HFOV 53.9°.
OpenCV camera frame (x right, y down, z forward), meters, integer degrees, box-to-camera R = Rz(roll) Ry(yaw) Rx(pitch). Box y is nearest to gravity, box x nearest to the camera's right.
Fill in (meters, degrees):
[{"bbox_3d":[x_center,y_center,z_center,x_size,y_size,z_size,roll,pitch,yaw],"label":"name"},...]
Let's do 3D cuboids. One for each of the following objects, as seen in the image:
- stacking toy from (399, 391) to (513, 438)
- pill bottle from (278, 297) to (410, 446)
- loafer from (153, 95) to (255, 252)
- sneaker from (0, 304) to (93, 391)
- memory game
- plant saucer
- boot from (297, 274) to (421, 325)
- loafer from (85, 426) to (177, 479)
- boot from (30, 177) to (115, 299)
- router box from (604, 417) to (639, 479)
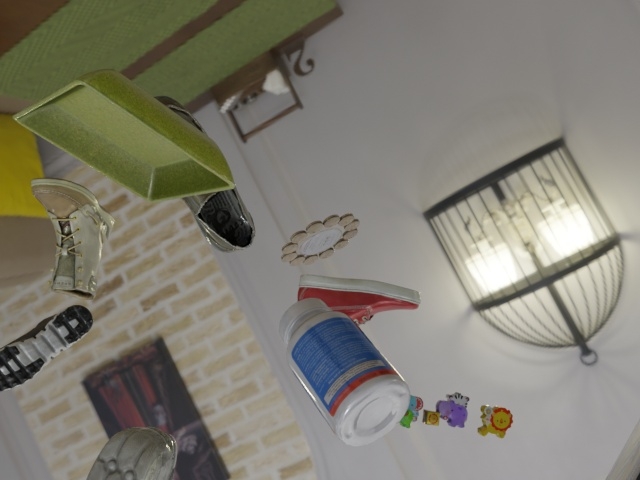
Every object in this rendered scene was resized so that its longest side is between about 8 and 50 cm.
[{"bbox_3d":[0.179,0.278,1.042,0.221,0.052,0.167,8,172,-9],"label":"stacking toy"},{"bbox_3d":[0.024,0.183,0.936,0.124,0.221,0.124,-17,129,-23],"label":"pill bottle"},{"bbox_3d":[-0.157,-0.084,0.856,0.094,0.251,0.087,-42,-150,-16],"label":"loafer"},{"bbox_3d":[-0.547,0.208,1.207,0.234,0.078,0.106,-37,-170,-24],"label":"sneaker"},{"bbox_3d":[0.000,0.000,1.330,0.186,0.012,0.186,-22,156,-10],"label":"memory game"},{"bbox_3d":[-0.205,-0.112,0.677,0.188,0.045,0.188,-3,150,47],"label":"plant saucer"},{"bbox_3d":[0.067,0.162,1.199,0.244,0.176,0.088,2,168,21],"label":"boot"},{"bbox_3d":[-0.274,0.380,0.772,0.320,0.112,0.111,-58,159,-5],"label":"loafer"},{"bbox_3d":[-0.425,0.002,1.061,0.077,0.165,0.213,2,158,10],"label":"boot"},{"bbox_3d":[0.470,0.250,0.817,0.309,0.081,0.243,-58,156,-4],"label":"router box"}]
